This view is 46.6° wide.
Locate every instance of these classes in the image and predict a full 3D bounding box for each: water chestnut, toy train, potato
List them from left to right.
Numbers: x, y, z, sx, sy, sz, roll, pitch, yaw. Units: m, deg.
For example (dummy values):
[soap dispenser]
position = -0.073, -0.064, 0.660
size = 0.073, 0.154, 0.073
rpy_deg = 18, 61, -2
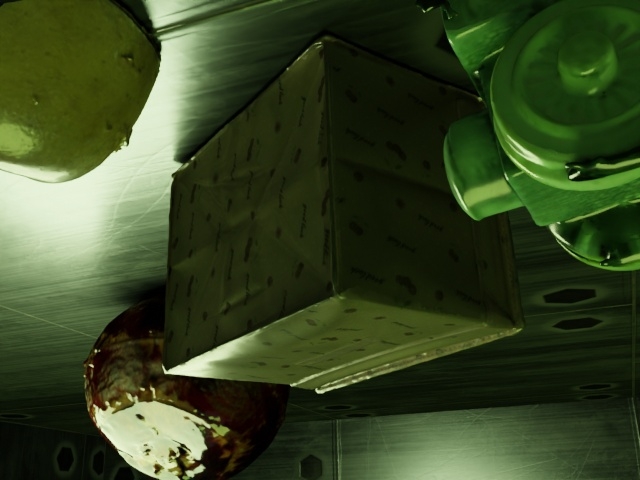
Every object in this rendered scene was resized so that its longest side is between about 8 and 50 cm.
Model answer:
[potato]
position = -0.224, -0.107, 0.558
size = 0.182, 0.117, 0.202
rpy_deg = -6, 159, 21
[water chestnut]
position = -0.212, 0.227, 1.230
size = 0.350, 0.302, 0.351
rpy_deg = 7, 126, 10
[toy train]
position = 0.184, -0.103, 0.364
size = 0.271, 0.188, 0.159
rpy_deg = -19, 151, 22

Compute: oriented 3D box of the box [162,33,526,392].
[box]
position = 0.000, 0.000, 0.687
size = 0.190, 0.225, 0.297
rpy_deg = 13, 153, -34

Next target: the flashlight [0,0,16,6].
[flashlight]
position = -0.135, -0.179, 0.426
size = 0.231, 0.093, 0.093
rpy_deg = -2, 160, 18
